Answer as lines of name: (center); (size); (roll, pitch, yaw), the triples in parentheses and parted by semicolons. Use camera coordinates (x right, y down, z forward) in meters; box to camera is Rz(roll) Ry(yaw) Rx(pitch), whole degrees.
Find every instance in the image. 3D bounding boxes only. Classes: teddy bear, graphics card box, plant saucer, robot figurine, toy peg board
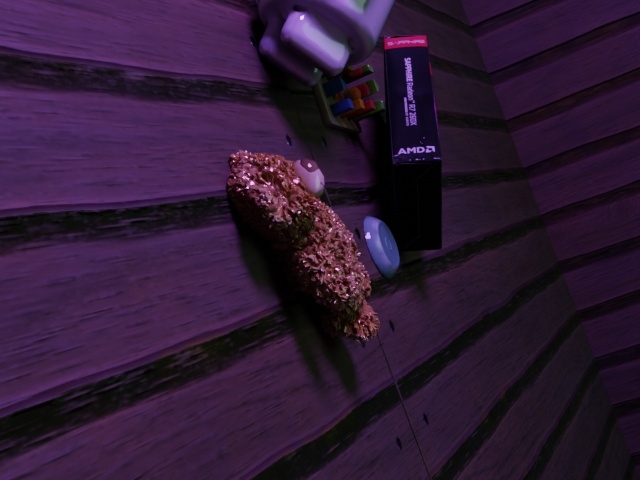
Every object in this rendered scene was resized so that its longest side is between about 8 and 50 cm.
teddy bear: (0.000, 0.000, 1.560); (0.338, 0.113, 0.245); (61, 19, -22)
graphics card box: (0.172, -0.187, 2.107); (0.370, 0.094, 0.232); (-89, 175, -45)
plant saucer: (0.112, 0.009, 1.968); (0.119, 0.021, 0.119); (53, 25, -38)
robot figurine: (0.029, -0.423, 1.797); (0.200, 0.300, 0.353); (34, 67, -27)
toy peg board: (0.046, -0.285, 2.006); (0.161, 0.079, 0.161); (2, 68, -69)
